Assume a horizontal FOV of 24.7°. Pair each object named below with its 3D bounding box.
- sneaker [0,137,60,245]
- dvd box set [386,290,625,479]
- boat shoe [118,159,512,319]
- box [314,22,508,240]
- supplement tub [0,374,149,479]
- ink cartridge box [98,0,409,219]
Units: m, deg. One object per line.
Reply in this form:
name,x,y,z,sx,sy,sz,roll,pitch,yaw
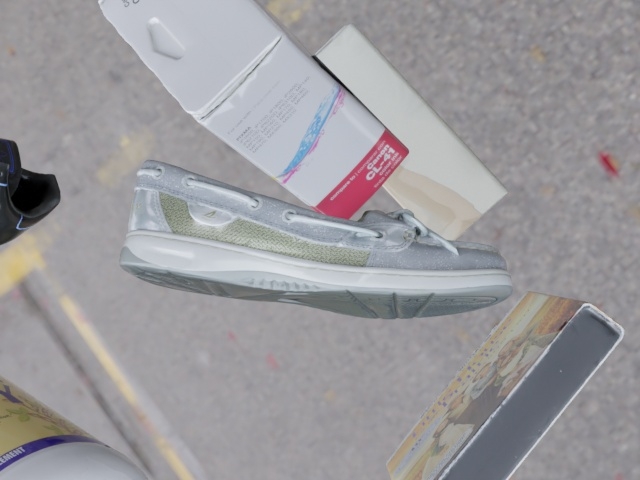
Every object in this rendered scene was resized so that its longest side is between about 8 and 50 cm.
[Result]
sneaker,-0.274,-0.059,1.035,0.232,0.090,0.081,40,-155,-62
dvd box set,0.203,0.196,1.736,0.062,0.307,0.420,40,180,0
boat shoe,-0.001,0.000,1.197,0.321,0.103,0.118,6,168,6
box,0.105,-0.140,1.996,0.311,0.121,0.148,47,-176,2
supplement tub,-0.320,0.225,1.242,0.331,0.241,0.241,25,141,37
ink cartridge box,-0.066,-0.172,1.595,0.226,0.131,0.306,48,-175,33
